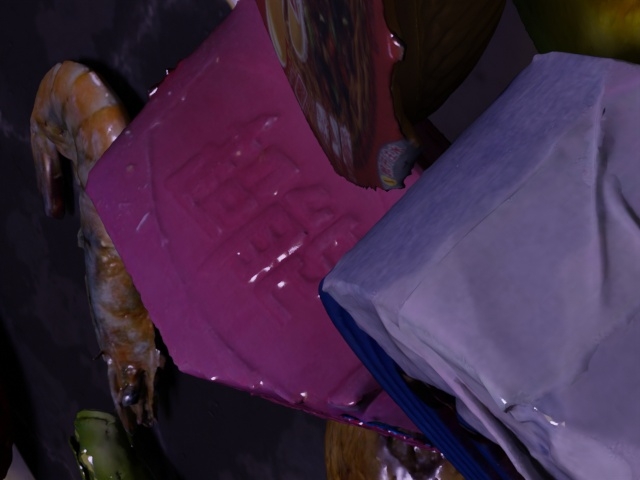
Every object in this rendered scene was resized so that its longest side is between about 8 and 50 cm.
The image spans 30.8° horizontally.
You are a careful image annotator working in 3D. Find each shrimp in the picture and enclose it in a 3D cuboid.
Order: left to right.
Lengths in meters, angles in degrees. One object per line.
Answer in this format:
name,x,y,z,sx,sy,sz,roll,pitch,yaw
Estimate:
shrimp,-0.176,0.005,0.904,0.169,0.058,0.296,29,127,49

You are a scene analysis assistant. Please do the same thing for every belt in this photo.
belt,0.153,0.098,0.410,0.347,0.117,0.212,48,170,-18

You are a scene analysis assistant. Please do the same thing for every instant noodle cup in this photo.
instant noodle cup,0.016,-0.159,0.443,0.274,0.090,0.274,161,90,-83

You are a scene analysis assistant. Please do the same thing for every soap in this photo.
soap,0.000,0.000,0.575,0.162,0.099,0.250,-46,48,9

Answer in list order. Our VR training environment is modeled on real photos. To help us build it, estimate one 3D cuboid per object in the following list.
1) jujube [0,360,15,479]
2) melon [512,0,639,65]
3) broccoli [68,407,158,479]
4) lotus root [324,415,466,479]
jujube,-0.394,0.157,1.124,0.197,0.197,0.290,1,95,48
melon,0.148,-0.124,0.406,0.265,0.129,0.169,-121,14,-54
broccoli,-0.121,0.260,0.900,0.198,0.177,0.275,-17,85,56
lotus root,0.073,0.139,0.628,0.145,0.128,0.260,-14,97,60
